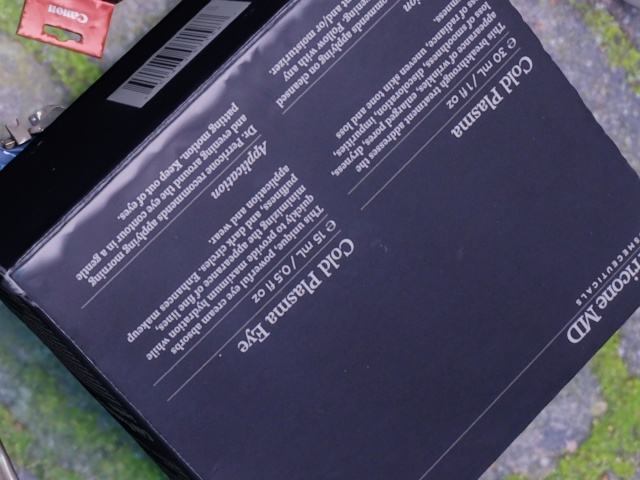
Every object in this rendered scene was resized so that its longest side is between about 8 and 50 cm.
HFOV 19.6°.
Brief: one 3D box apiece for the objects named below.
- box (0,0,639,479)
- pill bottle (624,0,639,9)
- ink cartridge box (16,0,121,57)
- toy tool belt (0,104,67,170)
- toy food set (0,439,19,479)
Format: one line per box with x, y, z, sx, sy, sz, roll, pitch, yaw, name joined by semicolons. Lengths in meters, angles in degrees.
0.000;0.000;1.170;0.343;0.179;0.312;-44;112;-12;box
0.314;-0.275;1.304;0.264;0.146;0.146;-27;99;-15;pill bottle
-0.156;-0.184;1.218;0.063;0.029;0.115;14;86;-18;ink cartridge box
-0.188;-0.055;1.199;0.083;0.051;0.052;-34;101;-14;toy tool belt
-0.324;0.219;1.154;0.306;0.092;0.219;-24;86;-17;toy food set
